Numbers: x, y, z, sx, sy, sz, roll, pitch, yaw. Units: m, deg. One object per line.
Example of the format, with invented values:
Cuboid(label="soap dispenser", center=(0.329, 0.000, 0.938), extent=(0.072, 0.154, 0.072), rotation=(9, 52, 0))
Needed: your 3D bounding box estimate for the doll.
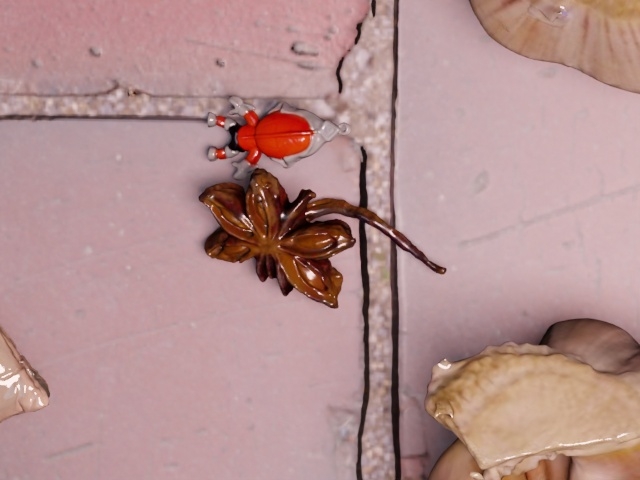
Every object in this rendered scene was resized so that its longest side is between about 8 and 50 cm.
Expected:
Cuboid(label="doll", center=(-0.031, -0.078, 1.290), extent=(0.114, 0.039, 0.057), rotation=(-2, 67, 16))

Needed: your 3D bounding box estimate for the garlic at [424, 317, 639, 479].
Cuboid(label="garlic", center=(0.188, 0.171, 1.187), extent=(0.210, 0.292, 0.237), rotation=(25, 68, 34))

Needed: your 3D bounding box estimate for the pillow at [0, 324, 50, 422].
Cuboid(label="pillow", center=(-0.361, 0.129, 1.336), extent=(0.270, 0.067, 0.173), rotation=(-36, 88, 11))

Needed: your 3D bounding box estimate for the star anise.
Cuboid(label="star anise", center=(0.000, 0.000, 1.280), extent=(0.190, 0.070, 0.097), rotation=(24, 124, 4))

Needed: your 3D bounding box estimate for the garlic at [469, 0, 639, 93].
Cuboid(label="garlic", center=(0.227, -0.238, 1.142), extent=(0.322, 0.241, 0.322), rotation=(9, 103, 47))
